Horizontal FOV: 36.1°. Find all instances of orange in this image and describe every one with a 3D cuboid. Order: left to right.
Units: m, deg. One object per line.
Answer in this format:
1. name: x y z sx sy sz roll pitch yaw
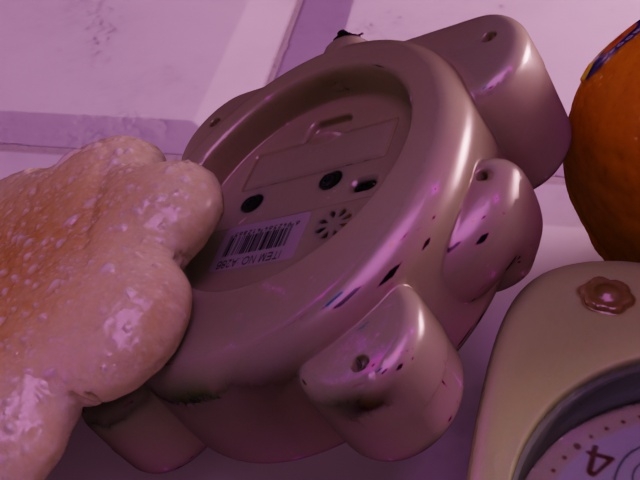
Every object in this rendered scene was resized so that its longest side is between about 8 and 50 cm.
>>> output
1. orange: 0.263 -0.049 0.646 0.193 0.219 0.219 -51 52 2

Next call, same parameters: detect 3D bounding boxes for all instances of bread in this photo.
1. bread: -0.198 0.042 0.610 0.316 0.054 0.316 -24 35 18

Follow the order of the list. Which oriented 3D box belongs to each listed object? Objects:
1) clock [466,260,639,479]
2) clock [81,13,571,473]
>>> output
1. clock: 0.199 0.169 0.473 0.286 0.117 0.348 14 45 18
2. clock: 0.000 0.000 0.621 0.284 0.114 0.309 -10 41 32
